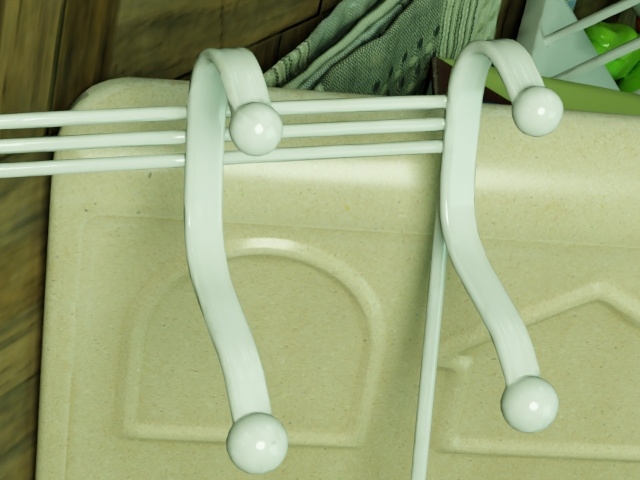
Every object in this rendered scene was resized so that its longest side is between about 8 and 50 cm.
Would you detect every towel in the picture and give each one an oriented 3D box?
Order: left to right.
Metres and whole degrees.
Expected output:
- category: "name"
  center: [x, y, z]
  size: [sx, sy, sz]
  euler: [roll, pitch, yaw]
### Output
- category: "towel"
  center: [0.000, 0.000, 0.939]
  size: [0.312, 0.056, 0.324]
  euler: [-42, 151, -45]

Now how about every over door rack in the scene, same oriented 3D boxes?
- category: "over door rack"
  center: [-0.044, 0.085, 0.632]
  size: [0.239, 0.108, 0.324]
  euler: [-4, 123, -23]

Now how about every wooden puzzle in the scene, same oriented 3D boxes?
- category: "wooden puzzle"
  center: [0.031, 0.088, 0.785]
  size: [0.080, 0.322, 0.348]
  euler: [-101, -163, -59]

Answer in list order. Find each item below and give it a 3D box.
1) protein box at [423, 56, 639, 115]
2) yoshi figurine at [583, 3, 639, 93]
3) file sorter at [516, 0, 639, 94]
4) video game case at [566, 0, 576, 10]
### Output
- category: "protein box"
  center: [0.135, 0.036, 0.890]
  size: [0.136, 0.199, 0.201]
  euler: [-87, -172, -58]
- category: "yoshi figurine"
  center: [0.311, -0.146, 1.353]
  size: [0.203, 0.203, 0.362]
  euler: [15, 85, -59]
- category: "file sorter"
  center: [0.236, -0.054, 1.080]
  size: [0.193, 0.173, 0.278]
  euler: [53, 33, -24]
- category: "video game case"
  center: [0.170, -0.167, 1.240]
  size: [0.087, 0.011, 0.122]
  euler: [-27, 135, -63]
